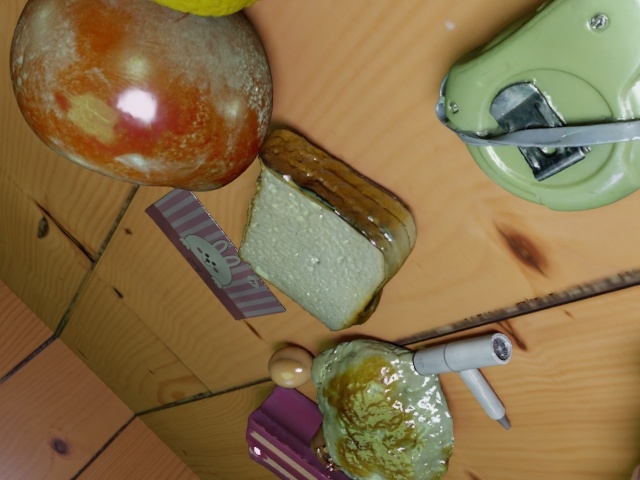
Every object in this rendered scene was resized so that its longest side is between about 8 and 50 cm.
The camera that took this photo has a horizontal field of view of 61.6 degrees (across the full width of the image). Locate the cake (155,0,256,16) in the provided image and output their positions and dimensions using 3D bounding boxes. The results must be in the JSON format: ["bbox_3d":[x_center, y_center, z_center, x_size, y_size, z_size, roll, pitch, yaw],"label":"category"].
[{"bbox_3d":[-0.134,-0.324,0.444,0.260,0.179,0.156,41,144,2],"label":"cake"}]

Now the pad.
[{"bbox_3d":[-0.208,0.036,1.036,0.202,0.005,0.299,-18,113,51],"label":"pad"}]

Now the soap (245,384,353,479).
[{"bbox_3d":[0.004,0.501,1.202,0.360,0.128,0.233,33,142,14],"label":"soap"}]

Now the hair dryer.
[{"bbox_3d":[0.241,0.208,0.756,0.183,0.044,0.155,44,146,-10],"label":"hair dryer"}]

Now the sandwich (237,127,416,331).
[{"bbox_3d":[0.000,0.000,0.726,0.226,0.087,0.251,37,147,11],"label":"sandwich"}]

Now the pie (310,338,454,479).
[{"bbox_3d":[0.097,0.294,0.888,0.257,0.105,0.274,13,112,33],"label":"pie"}]

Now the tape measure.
[{"bbox_3d":[0.188,-0.106,0.419,0.175,0.106,0.200,54,145,-9],"label":"tape measure"}]

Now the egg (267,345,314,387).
[{"bbox_3d":[-0.053,0.243,1.036,0.096,0.080,0.080,-24,109,39],"label":"egg"}]

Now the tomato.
[{"bbox_3d":[-0.177,-0.183,0.580,0.270,0.270,0.222,29,109,19],"label":"tomato"}]

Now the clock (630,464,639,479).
[{"bbox_3d":[0.462,0.261,0.486,0.342,0.184,0.325,17,133,25],"label":"clock"}]
